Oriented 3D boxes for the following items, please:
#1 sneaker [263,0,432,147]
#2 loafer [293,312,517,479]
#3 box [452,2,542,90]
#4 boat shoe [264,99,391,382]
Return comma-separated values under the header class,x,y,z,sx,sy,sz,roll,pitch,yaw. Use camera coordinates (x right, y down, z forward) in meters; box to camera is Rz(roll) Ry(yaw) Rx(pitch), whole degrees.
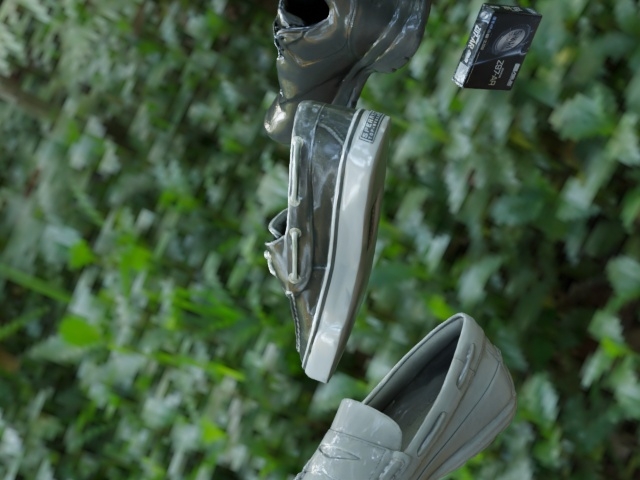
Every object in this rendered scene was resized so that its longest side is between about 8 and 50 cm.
class,x,y,z,sx,sy,sz,roll,pitch,yaw
sneaker,0.000,-0.196,1.874,0.286,0.130,0.109,-46,27,49
loafer,0.036,0.182,1.531,0.112,0.111,0.319,8,41,47
box,0.169,-0.184,1.759,0.018,0.067,0.083,45,123,41
boat shoe,0.000,0.000,1.280,0.078,0.070,0.219,-61,-17,-56
